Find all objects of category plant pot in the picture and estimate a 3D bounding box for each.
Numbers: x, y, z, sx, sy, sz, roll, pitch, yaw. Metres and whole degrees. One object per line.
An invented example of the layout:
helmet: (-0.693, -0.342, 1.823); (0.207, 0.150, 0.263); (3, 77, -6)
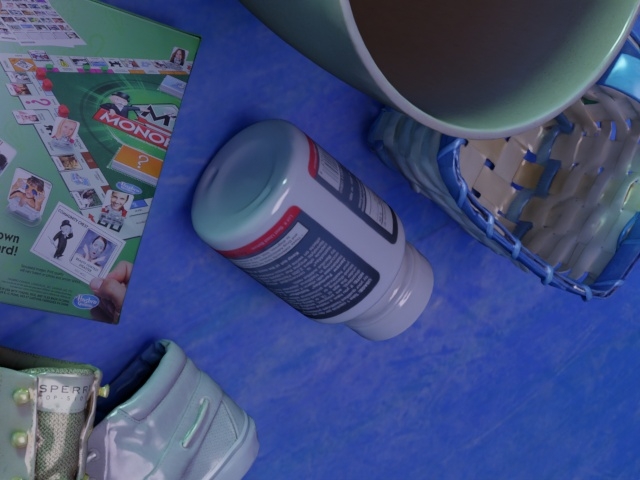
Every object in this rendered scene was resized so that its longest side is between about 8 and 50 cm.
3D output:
plant pot: (0.033, -0.215, 0.901); (0.256, 0.274, 0.257); (-11, 110, -33)

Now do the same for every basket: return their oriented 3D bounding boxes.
basket: (0.194, -0.073, 1.043); (0.254, 0.289, 0.201); (37, 81, -37)

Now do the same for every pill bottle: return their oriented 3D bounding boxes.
pill bottle: (0.000, 0.000, 1.043); (0.180, 0.108, 0.108); (39, 80, -35)

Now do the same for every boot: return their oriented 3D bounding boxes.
boot: (-0.169, 0.183, 0.884); (0.095, 0.262, 0.204); (9, 96, -47)
boot: (-0.165, 0.191, 1.002); (0.258, 0.095, 0.123); (-49, 117, -22)

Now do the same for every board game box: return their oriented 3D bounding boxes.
board game box: (-0.245, -0.077, 0.890); (0.317, 0.046, 0.214); (15, 93, -36)
